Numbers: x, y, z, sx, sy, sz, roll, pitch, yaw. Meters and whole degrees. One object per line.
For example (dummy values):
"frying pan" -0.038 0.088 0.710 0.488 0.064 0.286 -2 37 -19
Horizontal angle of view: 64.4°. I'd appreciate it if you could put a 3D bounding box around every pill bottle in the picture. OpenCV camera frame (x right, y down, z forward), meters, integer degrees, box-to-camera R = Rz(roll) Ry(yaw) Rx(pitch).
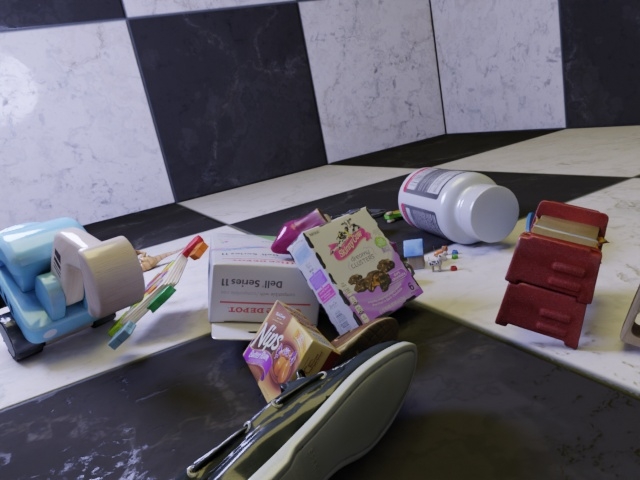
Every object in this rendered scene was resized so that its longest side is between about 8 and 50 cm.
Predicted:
"pill bottle" 0.341 -0.088 1.278 0.177 0.176 0.318 -15 16 -14

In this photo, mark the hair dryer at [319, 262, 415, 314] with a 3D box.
"hair dryer" 0.038 0.065 1.122 0.224 0.080 0.294 -20 16 -27

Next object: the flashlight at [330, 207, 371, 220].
"flashlight" 0.051 -0.036 1.358 0.103 0.103 0.304 -6 8 32

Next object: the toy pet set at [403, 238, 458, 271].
"toy pet set" 0.251 0.022 1.152 0.114 0.065 0.122 -6 15 17

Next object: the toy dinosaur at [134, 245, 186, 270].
"toy dinosaur" -0.532 0.066 1.600 0.212 0.064 0.112 -30 41 -28

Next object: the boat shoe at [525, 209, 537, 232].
"boat shoe" 0.498 -0.029 1.091 0.089 0.108 0.258 2 22 31

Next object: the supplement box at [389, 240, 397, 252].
"supplement box" 0.145 0.030 1.221 0.043 0.054 0.083 -21 17 -27

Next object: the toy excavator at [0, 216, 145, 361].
"toy excavator" -0.519 0.062 1.008 0.222 0.445 0.433 -24 62 -40

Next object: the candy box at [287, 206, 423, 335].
"candy box" 0.063 0.055 0.913 0.165 0.196 0.070 -24 -15 -37

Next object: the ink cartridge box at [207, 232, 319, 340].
"ink cartridge box" -0.118 0.079 1.012 0.207 0.119 0.353 3 12 -14

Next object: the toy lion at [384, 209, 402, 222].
"toy lion" 0.250 -0.086 1.624 0.100 0.034 0.096 -13 8 -5

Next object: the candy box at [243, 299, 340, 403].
"candy box" -0.049 0.168 0.748 0.053 0.109 0.187 32 -1 -24

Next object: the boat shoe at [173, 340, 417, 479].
"boat shoe" -0.017 0.203 0.567 0.113 0.127 0.340 17 39 38

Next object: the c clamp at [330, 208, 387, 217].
"c clamp" 0.139 -0.087 1.728 0.161 0.022 0.137 2 14 44

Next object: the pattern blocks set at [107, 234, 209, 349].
"pattern blocks set" -0.351 0.100 1.093 0.285 0.026 0.325 -45 16 -3

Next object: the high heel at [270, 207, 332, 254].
"high heel" -0.019 0.004 1.052 0.117 0.082 0.244 -34 -11 6

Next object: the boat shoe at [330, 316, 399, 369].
"boat shoe" 0.049 0.163 0.783 0.178 0.064 0.060 -25 22 -35

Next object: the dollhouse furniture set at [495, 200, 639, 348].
"dollhouse furniture set" 0.469 0.075 0.729 0.375 0.152 0.201 18 27 27
